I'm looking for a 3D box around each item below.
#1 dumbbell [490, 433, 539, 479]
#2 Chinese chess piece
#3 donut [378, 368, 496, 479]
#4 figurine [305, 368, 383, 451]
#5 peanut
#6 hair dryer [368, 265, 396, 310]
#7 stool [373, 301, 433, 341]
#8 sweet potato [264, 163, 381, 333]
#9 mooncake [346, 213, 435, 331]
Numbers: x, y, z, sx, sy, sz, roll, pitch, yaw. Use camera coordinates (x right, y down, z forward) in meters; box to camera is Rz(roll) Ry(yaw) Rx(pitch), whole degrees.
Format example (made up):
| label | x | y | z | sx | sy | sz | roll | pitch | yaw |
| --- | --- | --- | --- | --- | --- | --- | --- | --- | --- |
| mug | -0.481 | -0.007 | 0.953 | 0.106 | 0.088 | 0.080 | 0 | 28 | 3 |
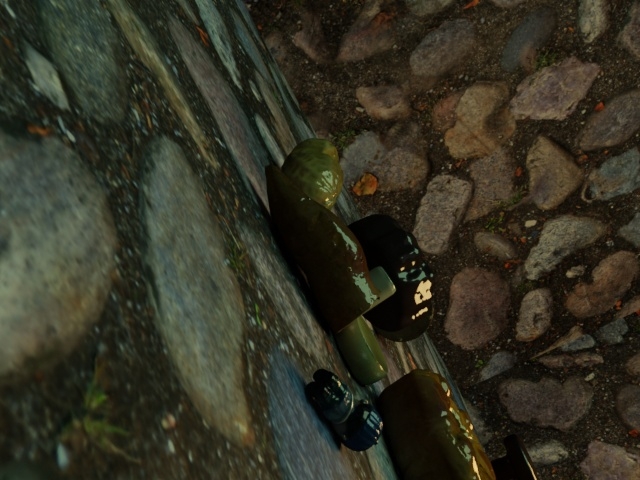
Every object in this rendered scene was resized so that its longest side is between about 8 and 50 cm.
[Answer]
| label | x | y | z | sx | sy | sz | roll | pitch | yaw |
| --- | --- | --- | --- | --- | --- | --- | --- | --- | --- |
| dumbbell | 0.360 | 0.525 | 1.477 | 0.123 | 0.226 | 0.140 | 67 | 10 | 9 |
| Chinese chess piece | 0.078 | 0.213 | 1.314 | 0.144 | 0.059 | 0.144 | 59 | 8 | -14 |
| donut | 0.236 | 0.412 | 1.339 | 0.299 | 0.150 | 0.317 | 62 | 9 | -3 |
| figurine | 0.040 | 0.239 | 0.945 | 0.077 | 0.080 | 0.136 | -56 | 135 | -32 |
| peanut | -0.020 | -0.150 | 1.540 | 0.147 | 0.147 | 0.305 | 60 | 9 | -23 |
| hair dryer | 0.076 | 0.105 | 1.486 | 0.073 | 0.131 | 0.236 | 59 | -5 | -10 |
| stool | 0.235 | 0.182 | 1.945 | 0.179 | 0.179 | 0.264 | 63 | 8 | 0 |
| sweet potato | -0.002 | 0.001 | 1.237 | 0.336 | 0.131 | 0.131 | 62 | 8 | -8 |
| mooncake | 0.155 | 0.071 | 1.569 | 0.283 | 0.141 | 0.283 | 48 | -27 | 34 |
